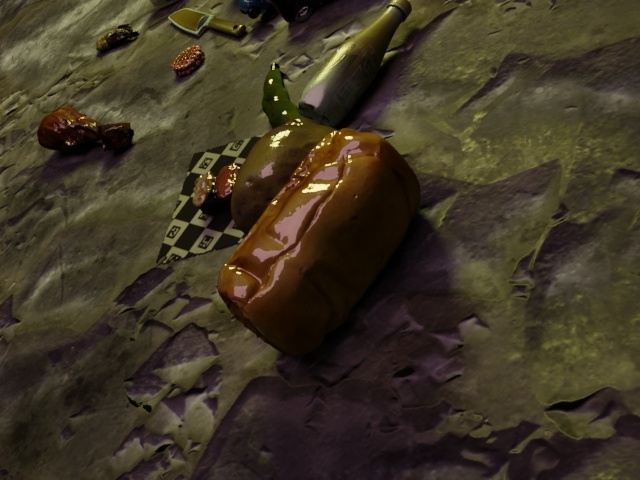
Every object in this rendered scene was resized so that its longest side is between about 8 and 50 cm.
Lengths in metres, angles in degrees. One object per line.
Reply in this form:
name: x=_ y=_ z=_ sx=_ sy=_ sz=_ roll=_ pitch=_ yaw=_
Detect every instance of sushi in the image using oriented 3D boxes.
sushi: x=-0.155 y=-0.100 z=1.327 sx=0.290 sy=0.050 sz=0.264 roll=-13 pitch=48 yaw=31

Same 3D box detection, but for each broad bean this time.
broad bean: x=-0.074 y=-0.239 z=1.383 sx=0.060 sy=0.043 sz=0.297 roll=-33 pitch=34 yaw=9

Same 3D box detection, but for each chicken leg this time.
chicken leg: x=-0.516 y=-0.244 z=1.728 sx=0.304 sy=0.093 sz=0.113 roll=8 pitch=49 yaw=38

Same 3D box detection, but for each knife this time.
knife: x=-0.271 y=-0.496 z=1.796 sx=0.061 sy=0.027 sz=0.343 roll=-52 pitch=40 yaw=-5

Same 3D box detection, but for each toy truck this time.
toy truck: x=-0.106 y=-0.510 z=1.657 sx=0.136 sy=0.074 sz=0.063 roll=-11 pitch=32 yaw=-28
toy truck: x=0.014 y=-0.535 z=1.537 sx=0.253 sy=0.107 sz=0.114 roll=-20 pitch=45 yaw=25

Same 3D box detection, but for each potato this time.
potato: x=-0.043 y=-0.084 z=1.155 sx=0.137 sy=0.155 sz=0.200 roll=135 pitch=158 yaw=-71

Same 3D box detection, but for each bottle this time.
bottle: x=0.064 y=-0.302 z=1.307 sx=0.083 sy=0.083 sz=0.269 roll=18 pitch=66 yaw=46

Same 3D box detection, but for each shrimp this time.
shrimp: x=-0.522 y=-0.535 z=2.030 sx=0.161 sy=0.034 sz=0.091 roll=-4 pitch=52 yaw=38

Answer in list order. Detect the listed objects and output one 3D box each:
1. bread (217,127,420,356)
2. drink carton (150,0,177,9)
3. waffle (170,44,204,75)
bread: x=0.000 y=0.000 z=1.012 sx=0.132 sy=0.167 sz=0.294 roll=21 pitch=67 yaw=39
drink carton: x=-0.370 y=-0.714 z=2.018 sx=0.134 sy=0.102 sz=0.222 roll=-10 pitch=49 yaw=30
waffle: x=-0.289 y=-0.395 z=1.720 sx=0.083 sy=0.029 sz=0.075 roll=-42 pitch=40 yaw=-4
